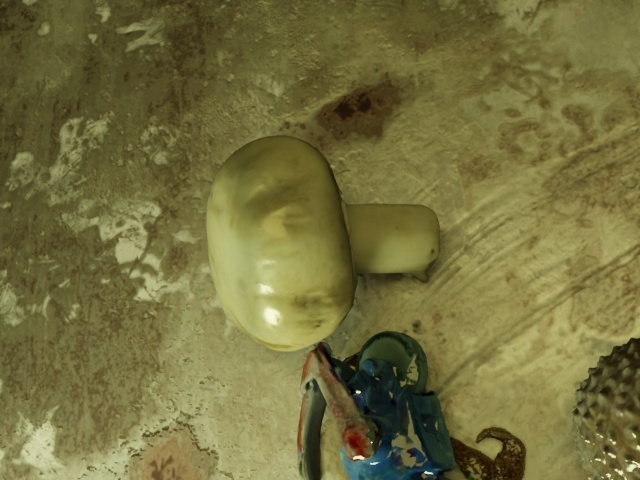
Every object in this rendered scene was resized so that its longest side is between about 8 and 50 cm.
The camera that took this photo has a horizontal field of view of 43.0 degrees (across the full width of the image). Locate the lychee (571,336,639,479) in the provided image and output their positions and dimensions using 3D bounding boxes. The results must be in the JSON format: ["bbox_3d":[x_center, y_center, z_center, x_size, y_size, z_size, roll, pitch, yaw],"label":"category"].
[{"bbox_3d":[0.460,0.237,0.986,0.300,0.300,0.300,-4,71,13],"label":"lychee"}]

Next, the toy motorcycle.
[{"bbox_3d":[0.086,0.296,1.138,0.182,0.241,0.319,0,59,-28],"label":"toy motorcycle"}]

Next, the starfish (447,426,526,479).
[{"bbox_3d":[0.240,0.346,1.131,0.150,0.053,0.210,-39,62,-14],"label":"starfish"}]

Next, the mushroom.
[{"bbox_3d":[0.000,0.000,1.201,0.336,0.314,0.314,-2,69,-17],"label":"mushroom"}]
